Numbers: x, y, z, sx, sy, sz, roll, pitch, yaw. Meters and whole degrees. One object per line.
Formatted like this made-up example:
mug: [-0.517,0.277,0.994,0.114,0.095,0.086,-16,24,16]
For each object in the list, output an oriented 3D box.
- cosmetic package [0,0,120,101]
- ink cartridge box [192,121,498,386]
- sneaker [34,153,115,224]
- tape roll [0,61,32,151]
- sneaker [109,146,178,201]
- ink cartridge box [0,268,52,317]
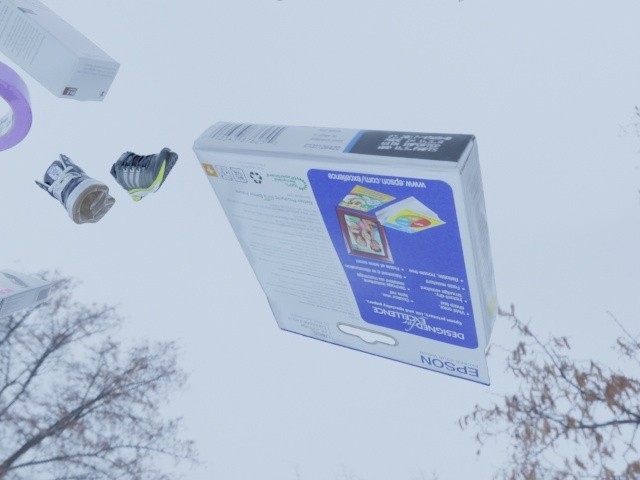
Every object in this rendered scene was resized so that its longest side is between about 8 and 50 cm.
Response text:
cosmetic package: [-0.466,-0.334,0.919,0.231,0.117,0.085,37,-72,4]
ink cartridge box: [0.038,0.015,0.620,0.304,0.072,0.307,10,-40,31]
sneaker: [-0.535,-0.117,1.175,0.153,0.282,0.099,42,-101,-9]
tape roll: [-0.943,-0.368,1.503,0.275,0.275,0.090,-48,-130,30]
sneaker: [-0.494,-0.193,1.511,0.121,0.111,0.300,38,-34,-26]
ink cartridge box: [-0.815,0.105,1.311,0.239,0.275,0.060,20,-89,-5]
